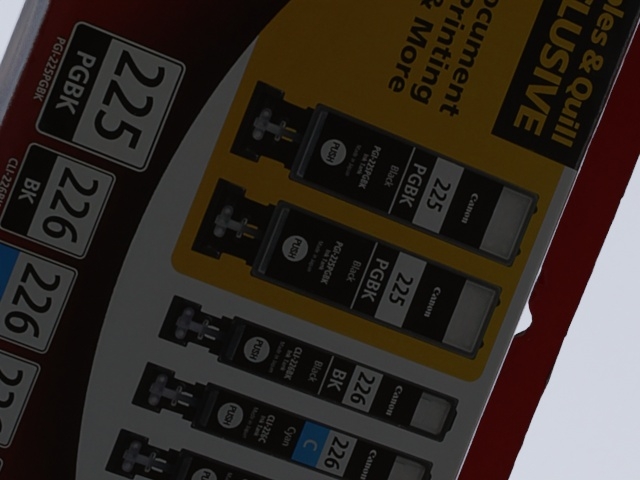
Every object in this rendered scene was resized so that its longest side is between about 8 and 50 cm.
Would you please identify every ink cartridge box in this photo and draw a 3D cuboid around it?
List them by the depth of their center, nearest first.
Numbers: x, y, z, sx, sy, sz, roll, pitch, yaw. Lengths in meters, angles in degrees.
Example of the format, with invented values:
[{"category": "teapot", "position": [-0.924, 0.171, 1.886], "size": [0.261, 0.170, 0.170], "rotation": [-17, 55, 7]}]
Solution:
[{"category": "ink cartridge box", "position": [0.000, 0.000, 0.698], "size": [0.271, 0.130, 0.310], "rotation": [21, -89, -15]}]
